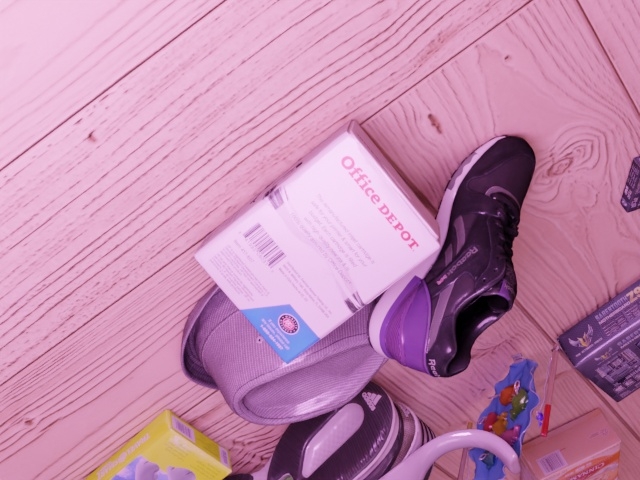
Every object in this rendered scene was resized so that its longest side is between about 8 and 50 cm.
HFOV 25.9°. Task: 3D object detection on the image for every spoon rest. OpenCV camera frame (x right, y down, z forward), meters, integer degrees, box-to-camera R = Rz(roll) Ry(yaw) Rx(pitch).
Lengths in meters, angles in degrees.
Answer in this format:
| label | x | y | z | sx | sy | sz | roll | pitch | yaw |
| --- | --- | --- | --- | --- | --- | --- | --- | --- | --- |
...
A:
| label | x | y | z | sx | sy | sz | roll | pitch | yaw |
| --- | --- | --- | --- | --- | --- | --- | --- | --- | --- |
| spoon rest | 0.112 | 0.318 | 1.743 | 0.276 | 0.084 | 0.137 | -28 | 145 | -6 |

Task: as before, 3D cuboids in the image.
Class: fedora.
| label | x | y | z | sx | sy | sz | roll | pitch | yaw |
| --- | --- | --- | --- | --- | --- | --- | --- | --- | --- |
| fedora | -0.016 | 0.113 | 1.552 | 0.275 | 0.124 | 0.244 | -23 | 145 | -8 |

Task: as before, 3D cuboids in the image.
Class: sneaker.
| label | x | y | z | sx | sy | sz | roll | pitch | yaw |
| --- | --- | --- | --- | --- | --- | --- | --- | --- | --- |
| sneaker | -0.021 | 0.383 | 1.841 | 0.447 | 0.169 | 0.257 | -40 | 141 | 11 |
| sneaker | 0.177 | 0.023 | 1.492 | 0.107 | 0.124 | 0.283 | 41 | 76 | -45 |

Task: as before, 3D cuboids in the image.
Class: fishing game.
| label | x | y | z | sx | sy | sz | roll | pitch | yaw |
| --- | --- | --- | --- | --- | --- | --- | --- | --- | --- |
| fishing game | 0.239 | 0.238 | 1.857 | 0.041 | 0.189 | 0.264 | 23 | 147 | -10 |

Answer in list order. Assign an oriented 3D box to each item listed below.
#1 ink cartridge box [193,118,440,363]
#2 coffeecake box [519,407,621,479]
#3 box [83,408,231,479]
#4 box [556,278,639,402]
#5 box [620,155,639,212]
| label | x | y | z | sx | sy | sz | roll | pitch | yaw |
| --- | --- | --- | --- | --- | --- | --- | --- | --- | --- |
| ink cartridge box | 0.000 | 0.000 | 1.396 | 0.203 | 0.148 | 0.086 | -38 | -172 | 12 |
| coffeecake box | 0.389 | 0.360 | 2.179 | 0.142 | 0.068 | 0.185 | -24 | 145 | -8 |
| box | -0.208 | 0.293 | 1.686 | 0.178 | 0.042 | 0.109 | -41 | 121 | 16 |
| box | 0.464 | 0.118 | 1.940 | 0.232 | 0.059 | 0.183 | -38 | 145 | 13 |
| box | 0.406 | -0.075 | 1.698 | 0.067 | 0.018 | 0.083 | -17 | 143 | -16 |
